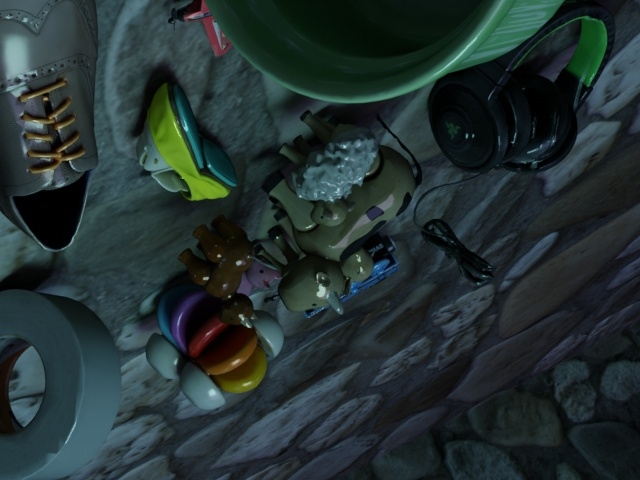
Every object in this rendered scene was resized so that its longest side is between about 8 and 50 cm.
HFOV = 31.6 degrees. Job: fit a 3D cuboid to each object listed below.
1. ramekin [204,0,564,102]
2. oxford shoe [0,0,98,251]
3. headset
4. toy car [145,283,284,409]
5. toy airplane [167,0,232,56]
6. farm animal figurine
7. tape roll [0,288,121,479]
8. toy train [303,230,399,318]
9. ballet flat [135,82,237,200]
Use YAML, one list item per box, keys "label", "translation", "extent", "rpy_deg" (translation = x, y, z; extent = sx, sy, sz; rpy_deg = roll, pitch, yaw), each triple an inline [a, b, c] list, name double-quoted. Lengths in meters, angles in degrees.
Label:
- label: "ramekin"
  translation: [0.056, -0.257, 0.827]
  extent: [0.148, 0.303, 0.303]
  rpy_deg: [-17, 155, -51]
- label: "oxford shoe"
  translation: [-0.228, -0.122, 0.943]
  extent: [0.130, 0.132, 0.363]
  rpy_deg: [-23, 156, -21]
- label: "headset"
  translation: [0.259, -0.137, 1.495]
  extent: [0.243, 0.185, 0.394]
  rpy_deg: [-3, 133, -50]
- label: "toy car"
  translation: [-0.154, 0.126, 1.543]
  extent: [0.159, 0.182, 0.136]
  rpy_deg: [-43, 145, -17]
- label: "toy airplane"
  translation: [-0.075, -0.235, 1.050]
  extent: [0.151, 0.028, 0.151]
  rpy_deg: [-28, 160, -11]
- label: "farm animal figurine"
  translation: [0.000, 0.000, 1.399]
  extent: [0.327, 0.172, 0.330]
  rpy_deg: [-48, 170, 15]
- label: "tape roll"
  translation: [-0.339, 0.168, 1.304]
  extent: [0.219, 0.219, 0.072]
  rpy_deg: [-38, 156, 15]
- label: "toy train"
  translation: [0.037, 0.053, 1.756]
  extent: [0.184, 0.080, 0.105]
  rpy_deg: [-32, 164, 0]
- label: "ballet flat"
  translation: [-0.151, -0.092, 1.203]
  extent: [0.077, 0.077, 0.231]
  rpy_deg: [-16, 161, 6]
